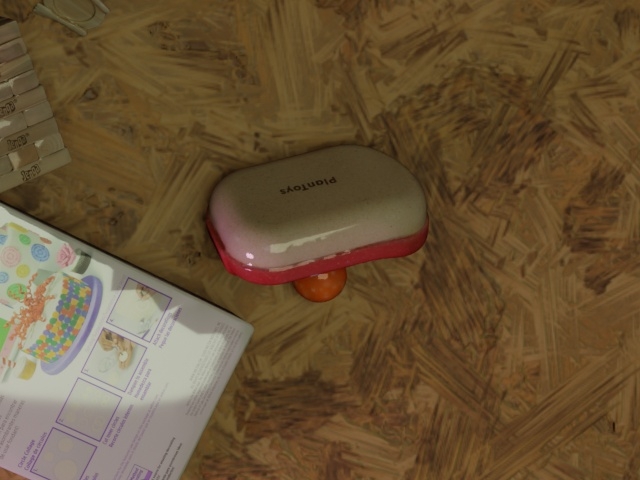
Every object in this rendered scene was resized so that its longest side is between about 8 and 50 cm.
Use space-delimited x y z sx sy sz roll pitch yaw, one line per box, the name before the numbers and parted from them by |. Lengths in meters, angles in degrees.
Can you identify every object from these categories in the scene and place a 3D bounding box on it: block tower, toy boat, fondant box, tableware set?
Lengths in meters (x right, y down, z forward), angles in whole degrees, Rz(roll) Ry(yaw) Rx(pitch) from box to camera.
block tower | -0.351 -0.215 1.844 0.097 0.091 0.335 -26 111 -21
toy boat | 0.000 0.000 1.998 0.231 0.151 0.151 -14 132 -14
fondant box | -0.268 0.118 1.940 0.330 0.096 0.238 27 90 -19
tableware set | -0.243 -0.268 1.868 0.141 0.169 0.020 39 46 -27
